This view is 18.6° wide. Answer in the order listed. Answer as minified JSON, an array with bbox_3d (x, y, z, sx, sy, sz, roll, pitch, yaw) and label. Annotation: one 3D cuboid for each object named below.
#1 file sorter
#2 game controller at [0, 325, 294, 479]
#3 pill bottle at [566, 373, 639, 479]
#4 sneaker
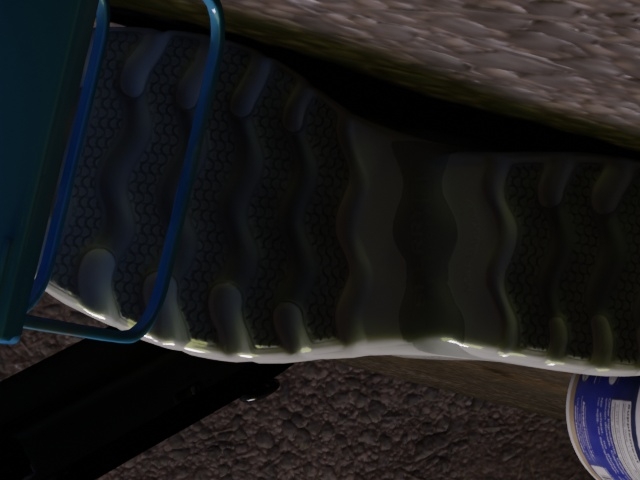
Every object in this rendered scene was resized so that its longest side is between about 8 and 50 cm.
[{"bbox_3d":[-0.129,-0.041,0.576,0.170,0.118,0.104,12,177,21],"label":"file sorter"},{"bbox_3d":[-0.155,0.105,0.881,0.319,0.067,0.166,-27,180,-39],"label":"game controller"},{"bbox_3d":[0.217,0.097,1.078,0.112,0.112,0.186,15,174,-11],"label":"pill bottle"},{"bbox_3d":[0.000,0.000,0.703,0.281,0.105,0.115,15,174,-12],"label":"sneaker"}]
